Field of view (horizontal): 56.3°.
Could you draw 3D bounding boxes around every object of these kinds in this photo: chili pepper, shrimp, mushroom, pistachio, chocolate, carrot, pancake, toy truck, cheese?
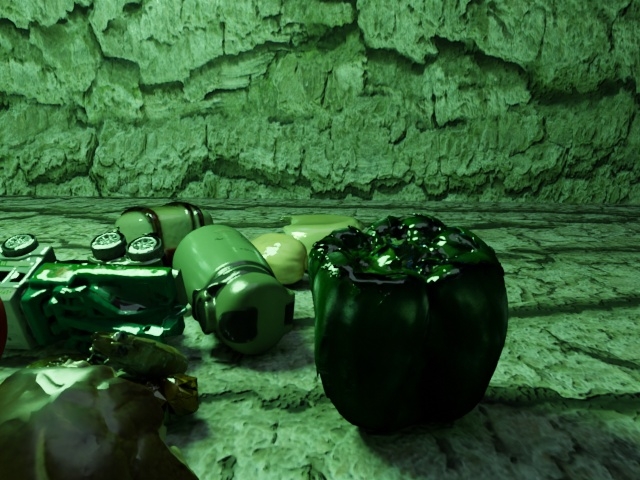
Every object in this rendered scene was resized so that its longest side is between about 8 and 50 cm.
[{"bbox_3d":[0.104,0.105,0.774,0.249,0.256,0.233,-2,17,-11],"label":"chili pepper"},{"bbox_3d":[-0.250,0.158,0.763,0.126,0.047,0.223,-15,-25,4],"label":"shrimp"},{"bbox_3d":[-0.168,0.212,0.485,0.208,0.233,0.302,-41,-22,23],"label":"mushroom"},{"bbox_3d":[-0.116,0.038,1.407,0.201,0.117,0.145,12,2,43],"label":"pistachio"},{"bbox_3d":[-0.358,0.003,1.398,0.284,0.186,0.283,1,12,0],"label":"chocolate"},{"bbox_3d":[-0.265,0.201,0.727,0.229,0.068,0.069,-3,12,-13],"label":"carrot"},{"bbox_3d":[-0.384,0.189,0.894,0.108,0.017,0.108,-1,8,0],"label":"pancake"},{"bbox_3d":[-0.386,0.093,0.981,0.364,0.176,0.178,3,33,11],"label":"toy truck"},{"bbox_3d":[0.000,0.000,1.599,0.234,0.127,0.266,2,10,4],"label":"cheese"}]

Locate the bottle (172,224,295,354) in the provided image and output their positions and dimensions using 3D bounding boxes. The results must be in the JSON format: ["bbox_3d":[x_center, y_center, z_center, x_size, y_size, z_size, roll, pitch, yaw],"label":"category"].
[{"bbox_3d":[-0.159,0.086,1.078,0.169,0.168,0.347,-4,16,-22],"label":"bottle"}]

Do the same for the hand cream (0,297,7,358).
[{"bbox_3d":[-0.510,0.119,0.713,0.230,0.230,0.149,-1,11,-9],"label":"hand cream"}]
